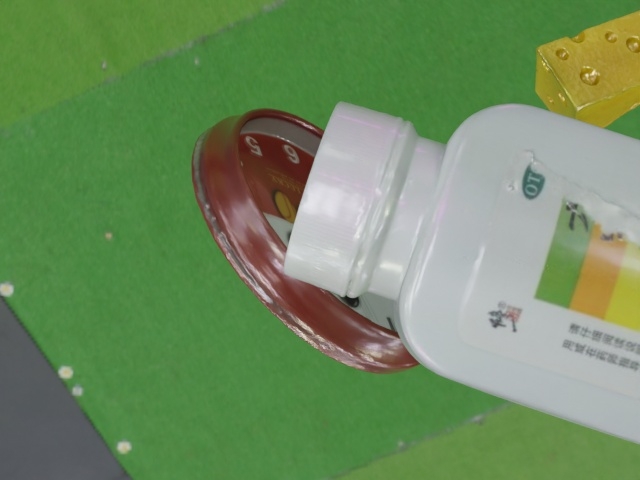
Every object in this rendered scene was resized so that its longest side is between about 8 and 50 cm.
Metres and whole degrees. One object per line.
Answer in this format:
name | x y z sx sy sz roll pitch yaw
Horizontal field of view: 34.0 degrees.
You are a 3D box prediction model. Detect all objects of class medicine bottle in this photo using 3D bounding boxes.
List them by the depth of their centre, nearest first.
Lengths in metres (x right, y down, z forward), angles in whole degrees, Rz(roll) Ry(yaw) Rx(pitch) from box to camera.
medicine bottle | 0.134 0.015 0.593 0.296 0.111 0.161 20 85 4

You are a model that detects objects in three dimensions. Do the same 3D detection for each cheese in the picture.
cheese | 0.347 -0.205 1.223 0.171 0.093 0.126 -28 161 2

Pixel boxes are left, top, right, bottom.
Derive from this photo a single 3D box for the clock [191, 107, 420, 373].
clock | 0.000 0.000 1.055 0.318 0.318 0.080 36 118 -25
